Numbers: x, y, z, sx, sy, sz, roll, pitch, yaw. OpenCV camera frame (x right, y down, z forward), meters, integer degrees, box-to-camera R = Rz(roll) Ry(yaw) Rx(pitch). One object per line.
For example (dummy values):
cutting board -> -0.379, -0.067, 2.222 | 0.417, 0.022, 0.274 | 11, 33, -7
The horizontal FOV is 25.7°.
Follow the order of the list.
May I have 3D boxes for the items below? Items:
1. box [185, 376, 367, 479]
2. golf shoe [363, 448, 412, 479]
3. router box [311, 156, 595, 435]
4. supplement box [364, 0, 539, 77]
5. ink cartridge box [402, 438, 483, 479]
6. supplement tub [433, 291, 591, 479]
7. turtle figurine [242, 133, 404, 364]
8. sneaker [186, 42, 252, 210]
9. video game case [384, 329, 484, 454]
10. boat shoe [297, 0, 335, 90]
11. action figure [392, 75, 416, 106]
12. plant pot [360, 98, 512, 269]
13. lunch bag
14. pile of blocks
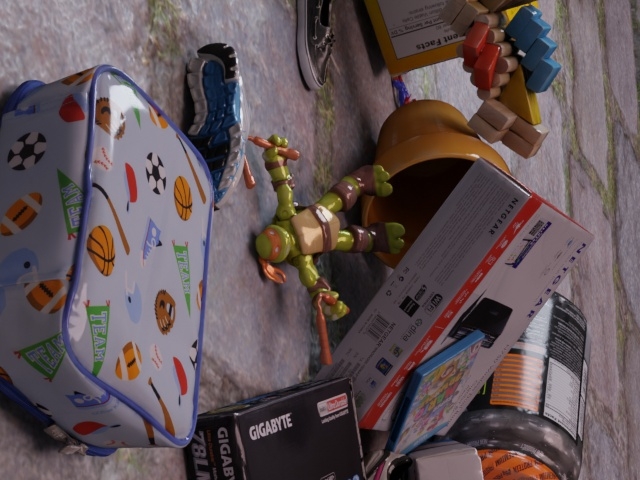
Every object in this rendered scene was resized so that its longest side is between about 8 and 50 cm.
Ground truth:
box -> -0.027, 0.304, 1.454 | 0.295, 0.073, 0.293 | -3, 85, -67
golf shoe -> 0.065, 0.331, 1.634 | 0.067, 0.086, 0.186 | 47, 42, -55
router box -> 0.172, 0.080, 1.717 | 0.335, 0.082, 0.301 | -54, 155, 8
supplement box -> 0.152, -0.441, 1.968 | 0.356, 0.194, 0.195 | 70, 25, -16
ink cartridge box -> 0.152, 0.326, 1.745 | 0.190, 0.082, 0.139 | 118, -35, -84
supplement tub -> 0.272, 0.241, 1.989 | 0.338, 0.207, 0.207 | -73, 145, -45
turtle figurine -> 0.000, 0.000, 1.593 | 0.217, 0.087, 0.269 | -17, 82, -45
sneaker -> -0.098, -0.107, 1.453 | 0.083, 0.071, 0.190 | 55, 34, -55
video game case -> 0.134, 0.191, 1.689 | 0.119, 0.015, 0.166 | -28, 147, -39
boat shoe -> -0.003, -0.259, 1.757 | 0.049, 0.040, 0.142 | 24, 59, -63
action figure -> 0.124, -0.201, 2.047 | 0.038, 0.030, 0.115 | 7, 77, -71
plant pot -> 0.150, -0.086, 1.876 | 0.188, 0.205, 0.205 | -95, 162, -51
lunch bag -> -0.178, 0.027, 1.162 | 0.243, 0.115, 0.303 | 52, 35, -52
pile of blocks -> 0.226, -0.281, 1.793 | 0.113, 0.149, 0.362 | -24, 96, -63
